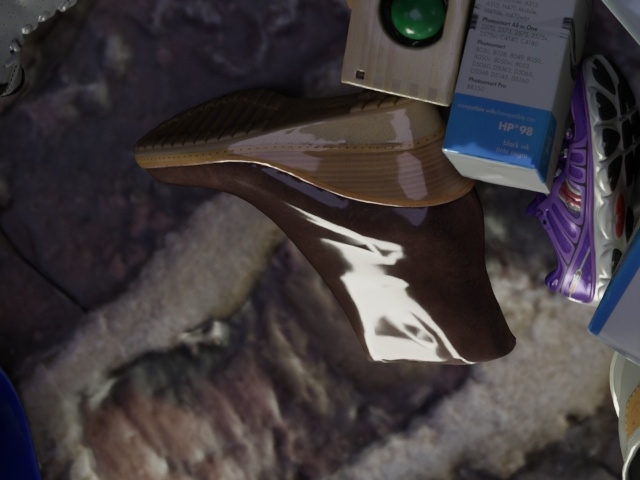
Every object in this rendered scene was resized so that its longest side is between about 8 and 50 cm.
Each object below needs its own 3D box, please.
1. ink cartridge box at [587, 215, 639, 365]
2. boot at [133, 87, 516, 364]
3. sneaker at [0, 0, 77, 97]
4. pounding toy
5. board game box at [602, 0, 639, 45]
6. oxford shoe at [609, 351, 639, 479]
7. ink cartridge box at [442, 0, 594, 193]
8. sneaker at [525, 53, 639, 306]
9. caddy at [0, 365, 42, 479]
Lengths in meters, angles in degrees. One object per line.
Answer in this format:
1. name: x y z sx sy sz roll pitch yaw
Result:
1. ink cartridge box: 0.283 -0.013 0.950 0.168 0.233 0.171 30 116 7
2. boot: 0.000 0.000 1.127 0.248 0.090 0.207 -2 120 32
3. sneaker: -0.198 -0.166 1.117 0.228 0.086 0.132 -19 138 -12
4. pounding toy: 0.052 -0.164 1.017 0.100 0.141 0.130 14 113 13
5. board game box: 0.246 -0.226 0.842 0.224 0.303 0.097 -41 94 25
6. oxford shoe: 0.340 0.241 1.086 0.169 0.130 0.449 -34 98 24
7. ink cartridge box: 0.128 -0.127 0.993 0.060 0.104 0.180 12 87 13
8. sneaker: 0.168 -0.037 1.072 0.071 0.068 0.170 8 109 28
9. caddy: -0.302 0.237 1.227 0.179 0.241 0.341 -3 109 25
